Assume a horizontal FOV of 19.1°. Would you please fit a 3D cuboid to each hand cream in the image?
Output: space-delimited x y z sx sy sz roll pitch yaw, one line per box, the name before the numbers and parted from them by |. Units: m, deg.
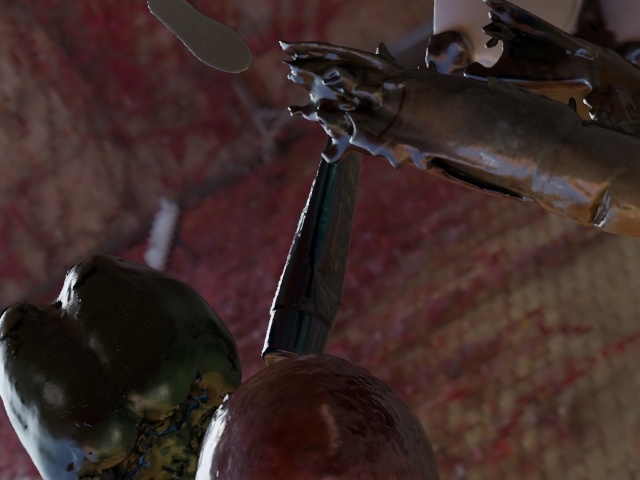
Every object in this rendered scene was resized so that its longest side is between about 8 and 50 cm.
hand cream | 0.000 0.000 1.870 0.120 0.061 0.270 66 -145 -64

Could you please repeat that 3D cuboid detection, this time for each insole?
insole | -0.140 -0.244 2.196 0.152 0.053 0.002 42 -170 15

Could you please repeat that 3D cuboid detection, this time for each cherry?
cherry | 0.000 0.170 1.294 0.250 0.175 0.192 109 162 -80

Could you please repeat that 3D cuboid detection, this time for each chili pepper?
chili pepper | -0.200 0.152 1.866 0.256 0.233 0.248 40 142 44

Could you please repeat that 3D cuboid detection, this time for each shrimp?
shrimp | 0.127 -0.088 1.162 0.178 0.289 0.075 -55 -25 -51

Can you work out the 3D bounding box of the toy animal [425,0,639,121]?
toy animal | 0.253 -0.185 1.515 0.251 0.310 0.251 4 -90 -75
